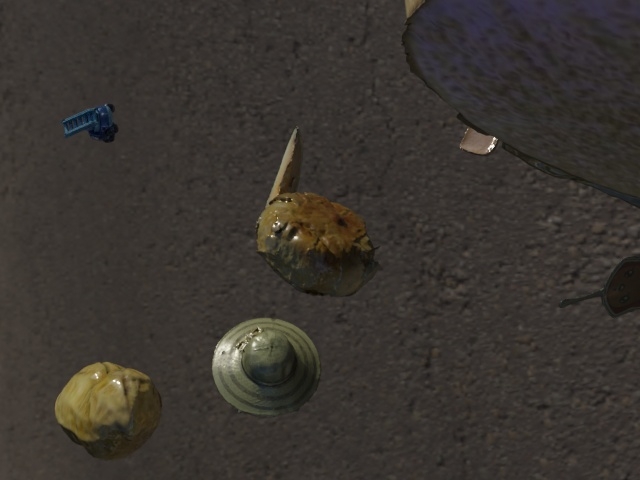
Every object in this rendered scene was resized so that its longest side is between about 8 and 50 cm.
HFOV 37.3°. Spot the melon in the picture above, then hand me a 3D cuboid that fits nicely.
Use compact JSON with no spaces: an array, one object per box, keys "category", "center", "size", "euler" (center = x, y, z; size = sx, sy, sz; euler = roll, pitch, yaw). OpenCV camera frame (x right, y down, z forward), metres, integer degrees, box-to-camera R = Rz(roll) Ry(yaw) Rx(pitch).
[{"category":"melon","center":[-0.066,-0.134,1.851],"size":[0.054,0.098,0.182],"euler":[18,95,5]}]

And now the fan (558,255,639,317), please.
[{"category":"fan","center":[0.501,0.082,1.604],"size":[0.009,0.220,0.132],"euler":[-118,18,-51]}]

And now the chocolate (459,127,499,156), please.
[{"category":"chocolate","center":[0.291,-0.191,1.672],"size":[0.064,0.031,0.101],"euler":[16,75,26]}]

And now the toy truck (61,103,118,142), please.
[{"category":"toy truck","center":[-0.403,-0.203,1.658],"size":[0.073,0.090,0.056],"euler":[139,121,-62]}]

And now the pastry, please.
[{"category":"pastry","center":[-0.004,0.003,1.098],"size":[0.153,0.153,0.081],"euler":[48,130,37]}]

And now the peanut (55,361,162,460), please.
[{"category":"peanut","center":[-0.330,0.264,1.480],"size":[0.305,0.147,0.147],"euler":[177,90,-64]}]

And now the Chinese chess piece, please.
[{"category":"Chinese chess piece","center":[0.170,-0.095,0.422],"size":[0.270,0.270,0.112],"euler":[11,77,49]}]

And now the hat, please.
[{"category":"hat","center":[-0.115,0.259,2.101],"size":[0.110,0.252,0.252],"euler":[104,144,-56]}]
